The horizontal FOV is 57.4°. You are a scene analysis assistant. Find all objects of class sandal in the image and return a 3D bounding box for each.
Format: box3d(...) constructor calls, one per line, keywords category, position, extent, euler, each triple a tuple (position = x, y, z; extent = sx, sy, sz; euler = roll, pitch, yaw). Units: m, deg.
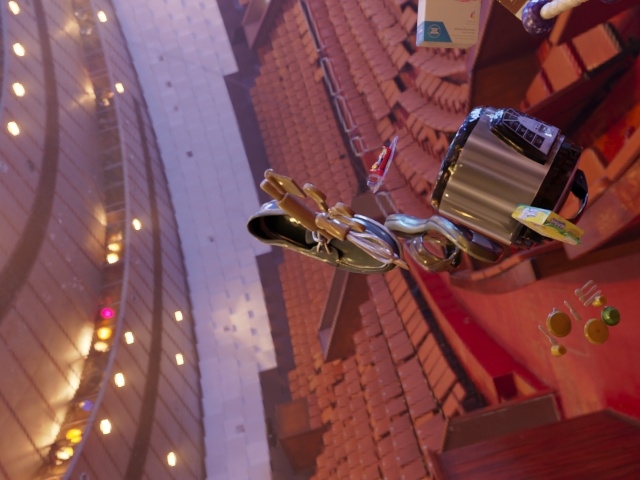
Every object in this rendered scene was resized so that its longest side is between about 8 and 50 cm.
box3d(category="sandal", position=(0.202, 0.012, 1.003), extent=(0.086, 0.120, 0.303), euler=(-69, 19, -2))

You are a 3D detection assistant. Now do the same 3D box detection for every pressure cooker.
box3d(category="pressure cooker", position=(0.590, -0.176, 1.764), extent=(0.369, 0.421, 0.375), euler=(-63, -16, 1))

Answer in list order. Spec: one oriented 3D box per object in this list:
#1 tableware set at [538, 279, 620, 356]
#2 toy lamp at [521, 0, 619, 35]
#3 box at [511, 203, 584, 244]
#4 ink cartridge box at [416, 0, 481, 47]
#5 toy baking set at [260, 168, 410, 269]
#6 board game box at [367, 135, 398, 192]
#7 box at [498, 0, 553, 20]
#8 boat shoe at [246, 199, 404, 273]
box3d(category="tableware set", position=(0.478, 0.153, 1.075), extent=(0.104, 0.154, 0.024), euler=(51, 166, 6))
box3d(category="toy lamp", position=(0.446, -0.421, 1.001), extent=(0.275, 0.080, 0.080), euler=(-166, 59, -78))
box3d(category="box", position=(0.546, -0.039, 1.397), extent=(0.105, 0.043, 0.179), euler=(29, -174, -13))
box3d(category="ink cartridge box", position=(0.305, -0.578, 1.374), extent=(0.078, 0.134, 0.230), euler=(-104, 15, -80))
box3d(category="toy baking set", position=(0.019, -0.022, 0.892), extent=(0.256, 0.030, 0.197), euler=(38, 170, -36))
box3d(category="board game box", position=(0.166, -0.216, 1.613), extent=(0.133, 0.033, 0.168), euler=(118, 172, -55))
box3d(category="box", position=(0.559, -0.666, 1.372), extent=(0.143, 0.191, 0.381), euler=(39, -132, -1))
box3d(category="boat shoe", position=(0.000, 0.000, 1.119), extent=(0.099, 0.320, 0.116), euler=(-25, -52, -56))
